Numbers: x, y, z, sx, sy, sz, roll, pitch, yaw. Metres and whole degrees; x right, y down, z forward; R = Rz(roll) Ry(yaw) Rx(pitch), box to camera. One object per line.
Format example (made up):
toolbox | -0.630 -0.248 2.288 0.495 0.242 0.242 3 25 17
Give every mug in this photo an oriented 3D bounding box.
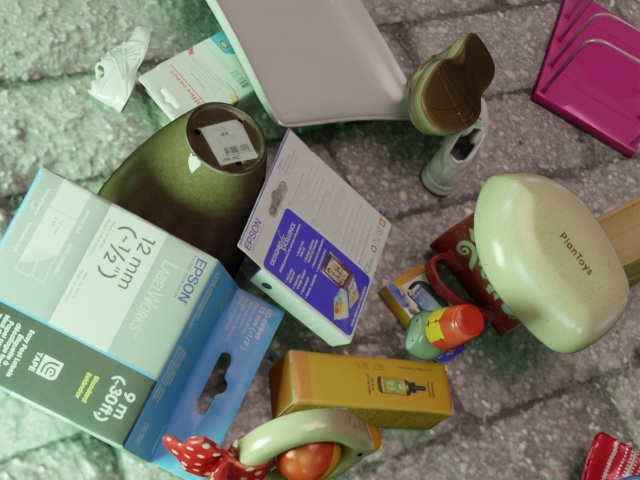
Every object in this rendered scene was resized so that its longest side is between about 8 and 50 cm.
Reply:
mug | 0.236 0.055 1.874 0.150 0.113 0.169 -33 82 -5

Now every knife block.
knife block | 0.475 -0.013 1.936 0.275 0.242 0.088 -11 65 -31

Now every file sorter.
file sorter | 0.517 -0.336 2.198 0.202 0.182 0.291 29 52 -7

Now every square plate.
square plate | -0.030 -0.305 1.940 0.347 0.049 0.344 -9 65 -49

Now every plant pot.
plant pot | -0.158 -0.068 1.656 0.215 0.230 0.215 13 56 -20

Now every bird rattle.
bird rattle | -0.047 0.250 1.522 0.253 0.207 0.143 32 32 -41

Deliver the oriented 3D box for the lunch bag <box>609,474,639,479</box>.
lunch bag | 0.382 0.427 1.678 0.176 0.090 0.219 -16 78 -12

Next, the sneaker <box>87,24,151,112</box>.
sneaker | -0.280 -0.252 1.823 0.061 0.054 0.152 22 54 -10

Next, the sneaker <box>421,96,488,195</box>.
sneaker | 0.228 -0.164 2.000 0.080 0.094 0.212 30 51 -6

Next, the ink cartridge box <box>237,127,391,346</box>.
ink cartridge box | -0.013 -0.004 1.659 0.208 0.045 0.206 43 49 -26

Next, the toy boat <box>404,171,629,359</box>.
toy boat | 0.253 0.057 1.755 0.318 0.148 0.267 -31 90 -27

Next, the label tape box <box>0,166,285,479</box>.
label tape box | -0.234 0.106 1.532 0.347 0.115 0.249 28 76 -7

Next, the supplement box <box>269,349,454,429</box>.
supplement box | 0.054 0.199 1.697 0.233 0.080 0.078 6 59 -22

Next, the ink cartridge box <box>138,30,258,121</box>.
ink cartridge box | -0.173 -0.215 1.847 0.104 0.061 0.181 49 51 7

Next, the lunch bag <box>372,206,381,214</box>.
lunch bag | 0.000 0.000 1.781 0.128 0.096 0.151 28 42 -9

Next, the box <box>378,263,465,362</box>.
box | 0.154 0.106 1.836 0.081 0.028 0.136 -29 74 -37

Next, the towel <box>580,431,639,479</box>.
towel | 0.466 0.402 1.768 0.274 0.031 0.199 27 66 -2

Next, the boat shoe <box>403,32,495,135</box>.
boat shoe | 0.182 -0.226 1.973 0.109 0.098 0.302 58 31 -15
